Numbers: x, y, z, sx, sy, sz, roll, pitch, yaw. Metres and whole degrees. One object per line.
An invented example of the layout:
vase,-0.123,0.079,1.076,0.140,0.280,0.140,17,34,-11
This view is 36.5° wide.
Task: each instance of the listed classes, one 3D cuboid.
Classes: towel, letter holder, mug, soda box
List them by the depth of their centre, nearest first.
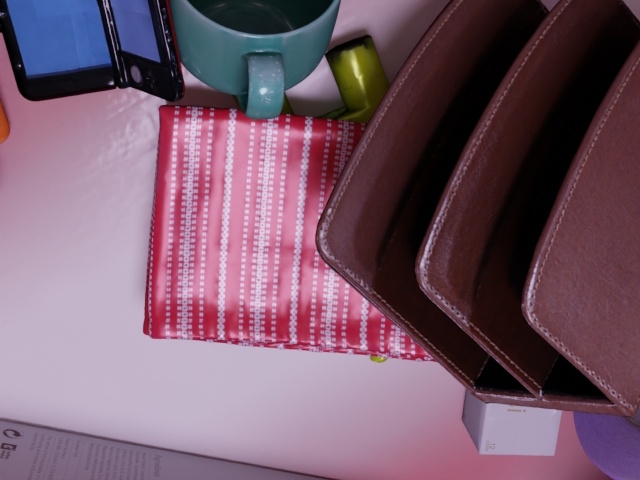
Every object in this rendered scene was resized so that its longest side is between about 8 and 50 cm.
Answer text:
letter holder,0.164,-0.062,0.699,0.214,0.152,0.302,42,66,-22
mug,-0.058,-0.163,0.726,0.129,0.097,0.157,28,61,4
towel,0.000,0.000,0.786,0.275,0.031,0.199,5,104,-7
soda box,0.181,0.082,0.869,0.074,0.069,0.216,2,106,-7

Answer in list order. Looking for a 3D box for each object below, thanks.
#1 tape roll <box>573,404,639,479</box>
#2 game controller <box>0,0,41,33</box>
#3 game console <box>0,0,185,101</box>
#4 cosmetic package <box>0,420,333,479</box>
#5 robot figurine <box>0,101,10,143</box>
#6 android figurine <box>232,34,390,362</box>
tape roll,0.333,0.093,0.781,0.090,0.275,0.275,35,100,-16
game controller,-0.247,-0.315,0.698,0.166,0.067,0.319,9,107,-9
game console,-0.173,-0.167,0.703,0.085,0.124,0.144,-26,122,-30
cosmetic package,-0.131,0.315,0.860,0.385,0.156,0.217,12,104,-9
robot figurine,-0.317,-0.071,0.719,0.128,0.158,0.219,-2,126,2
android figurine,0.033,-0.025,0.828,0.248,0.056,0.273,-21,107,0
